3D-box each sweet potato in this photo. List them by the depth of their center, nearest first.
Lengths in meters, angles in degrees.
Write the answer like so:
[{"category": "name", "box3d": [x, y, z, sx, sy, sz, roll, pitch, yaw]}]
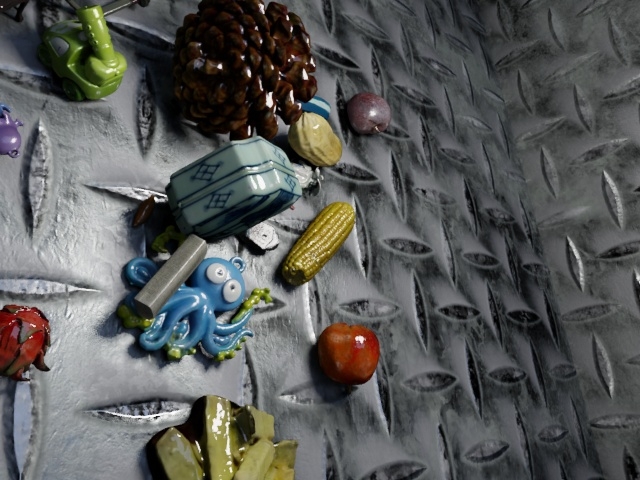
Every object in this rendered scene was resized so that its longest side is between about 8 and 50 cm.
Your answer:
[{"category": "sweet potato", "box3d": [-0.428, -0.070, 1.258, 0.034, 0.034, 0.095, 38, 61, -24]}]

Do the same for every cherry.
[{"category": "cherry", "box3d": [0.182, -0.475, 1.924, 0.176, 0.140, 0.176, 14, 57, -22]}]

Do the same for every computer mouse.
[{"category": "computer mouse", "box3d": [-0.179, -0.015, 1.452, 0.135, 0.047, 0.079, 31, 59, -15]}]

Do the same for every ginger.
[{"category": "ginger", "box3d": [-0.147, 0.516, 1.134, 0.413, 0.211, 0.358, 54, 43, -10]}]

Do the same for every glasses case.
[{"category": "glasses case", "box3d": [-0.329, 0.081, 1.156, 0.047, 0.071, 0.205, 26, 53, 9]}]

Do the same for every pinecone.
[{"category": "pinecone", "box3d": [-0.188, -0.458, 1.418, 0.398, 0.398, 0.397, 19, 60, -36]}]

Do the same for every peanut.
[{"category": "peanut", "box3d": [-0.008, -0.312, 1.634, 0.305, 0.147, 0.147, 27, 50, -65]}]

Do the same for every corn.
[{"category": "corn", "box3d": [0.000, 0.000, 1.562, 0.120, 0.120, 0.363, 52, 47, -12]}]

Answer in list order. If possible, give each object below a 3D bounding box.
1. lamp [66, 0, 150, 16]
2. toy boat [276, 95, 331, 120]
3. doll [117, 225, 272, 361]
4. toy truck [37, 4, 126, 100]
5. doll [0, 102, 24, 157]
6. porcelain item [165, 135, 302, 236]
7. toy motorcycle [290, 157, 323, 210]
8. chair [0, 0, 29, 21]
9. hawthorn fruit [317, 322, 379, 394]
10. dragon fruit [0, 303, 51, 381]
[{"category": "lamp", "box3d": [-0.606, -0.669, 1.329, 0.203, 0.124, 0.283, 44, 47, 8]}, {"category": "toy boat", "box3d": [-0.066, -0.446, 1.718, 0.299, 0.096, 0.061, -2, 81, -46]}, {"category": "doll", "box3d": [-0.297, 0.136, 1.237, 0.346, 0.099, 0.341, 48, 48, -9]}, {"category": "toy truck", "box3d": [-0.537, -0.432, 1.211, 0.148, 0.210, 0.187, -46, 123, -44]}, {"category": "doll", "box3d": [-0.694, -0.251, 1.075, 0.110, 0.067, 0.206, -37, 87, -31]}, {"category": "porcelain item", "box3d": [-0.206, -0.117, 1.271, 0.157, 0.281, 0.286, 67, 12, 8]}, {"category": "toy motorcycle", "box3d": [-0.081, -0.184, 1.588, 0.150, 0.102, 0.221, 45, 41, 10]}, {"category": "chair", "box3d": [-0.693, -0.561, 1.095, 0.113, 0.229, 0.106, 43, 49, -16]}, {"category": "hawthorn fruit", "box3d": [0.079, 0.334, 1.457, 0.179, 0.179, 0.200, 4, 90, -41]}, {"category": "dragon fruit", "box3d": [-0.571, 0.188, 0.960, 0.121, 0.130, 0.142, 48, 34, -65]}]
